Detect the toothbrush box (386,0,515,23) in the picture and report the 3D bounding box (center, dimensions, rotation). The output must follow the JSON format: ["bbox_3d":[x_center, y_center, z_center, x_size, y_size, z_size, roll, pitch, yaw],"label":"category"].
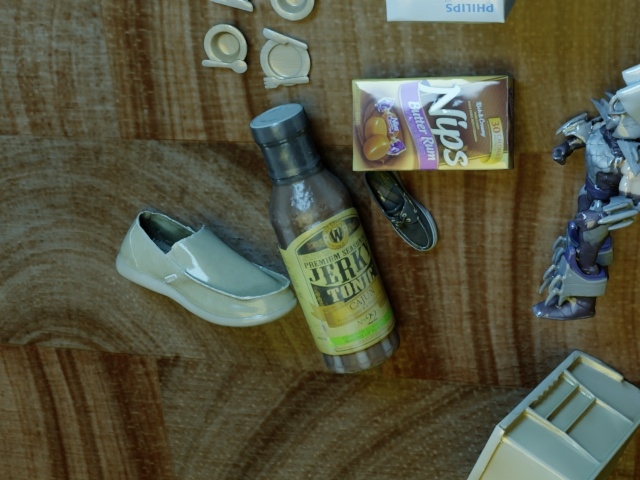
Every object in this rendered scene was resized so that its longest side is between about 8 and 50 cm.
[{"bbox_3d":[0.140,-0.389,1.293,0.126,0.216,0.295,4,117,16],"label":"toothbrush box"}]

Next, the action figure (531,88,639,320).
[{"bbox_3d":[0.311,-0.045,1.449,0.099,0.185,0.285,7,127,0],"label":"action figure"}]

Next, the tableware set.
[{"bbox_3d":[-0.075,-0.263,1.541,0.141,0.020,0.168,12,119,11],"label":"tableware set"}]

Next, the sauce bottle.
[{"bbox_3d":[0.000,0.000,1.600,0.111,0.111,0.344,-13,113,23],"label":"sauce bottle"}]

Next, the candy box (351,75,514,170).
[{"bbox_3d":[0.132,-0.136,1.503,0.187,0.053,0.109,0,93,16],"label":"candy box"}]

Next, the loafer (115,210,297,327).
[{"bbox_3d":[-0.152,0.034,1.653,0.268,0.102,0.092,17,120,23],"label":"loafer"}]

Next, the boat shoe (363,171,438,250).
[{"bbox_3d":[0.095,-0.041,1.590,0.049,0.040,0.142,-29,105,28],"label":"boat shoe"}]

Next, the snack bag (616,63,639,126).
[{"bbox_3d":[0.516,-0.141,1.318,0.323,0.037,0.342,-25,141,26],"label":"snack bag"}]

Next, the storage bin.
[{"bbox_3d":[0.271,0.303,1.592,0.123,0.260,0.262,33,123,19],"label":"storage bin"}]
